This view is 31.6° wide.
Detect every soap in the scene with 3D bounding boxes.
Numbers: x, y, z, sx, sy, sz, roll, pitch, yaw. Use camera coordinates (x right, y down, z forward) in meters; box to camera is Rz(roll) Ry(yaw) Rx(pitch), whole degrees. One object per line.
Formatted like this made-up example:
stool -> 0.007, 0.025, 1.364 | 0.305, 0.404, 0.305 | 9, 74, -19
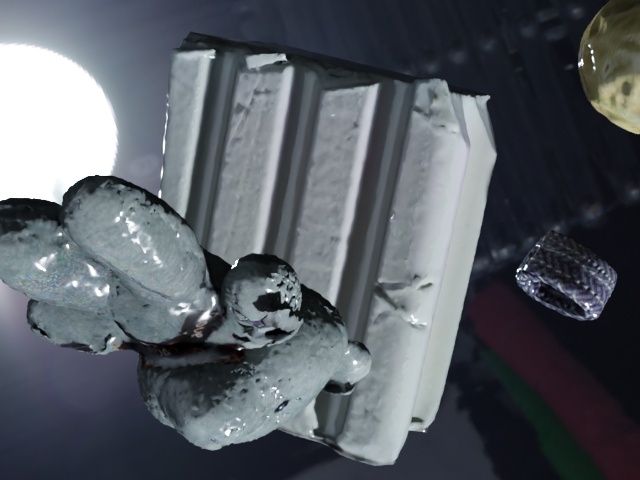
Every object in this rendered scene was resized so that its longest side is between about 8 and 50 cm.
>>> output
soap -> 0.000, 0.000, 1.327 | 0.213, 0.350, 0.435 | -21, 121, -67

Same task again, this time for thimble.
thimble -> 0.284, 0.044, 1.313 | 0.104, 0.066, 0.095 | 35, -15, -2

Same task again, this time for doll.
doll -> -0.114, 0.075, 0.861 | 0.340, 0.246, 0.158 | 41, 44, -57

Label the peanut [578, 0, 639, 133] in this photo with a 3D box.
peanut -> 0.333, -0.104, 0.861 | 0.325, 0.140, 0.153 | 32, -62, 41
